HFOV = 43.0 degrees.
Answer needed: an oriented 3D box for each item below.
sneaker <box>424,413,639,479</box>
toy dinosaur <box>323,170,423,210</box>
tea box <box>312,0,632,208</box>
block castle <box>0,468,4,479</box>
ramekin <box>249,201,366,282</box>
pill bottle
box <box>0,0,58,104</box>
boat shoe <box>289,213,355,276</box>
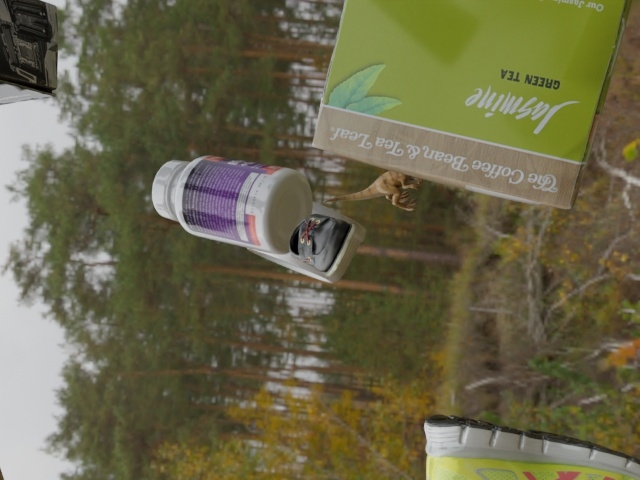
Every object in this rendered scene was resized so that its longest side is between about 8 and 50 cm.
[{"bbox_3d":[0.177,0.202,0.658,0.081,0.208,0.094,142,139,-79],"label":"sneaker"},{"bbox_3d":[0.125,-0.102,1.559,0.112,0.211,0.064,43,-144,-30],"label":"toy dinosaur"},{"bbox_3d":[0.168,-0.207,0.762,0.329,0.220,0.323,-12,-63,-73],"label":"tea box"},{"bbox_3d":[-0.670,0.290,1.073,0.213,0.453,0.303,57,154,27],"label":"block castle"},{"bbox_3d":[-0.033,-0.005,1.419,0.207,0.207,0.109,79,-147,-83],"label":"ramekin"},{"bbox_3d":[-0.117,-0.051,1.039,0.108,0.193,0.108,-29,-55,-53],"label":"pill bottle"},{"bbox_3d":[-0.396,-0.151,0.622,0.242,0.307,0.076,4,-95,-57],"label":"box"},{"bbox_3d":[-0.001,0.002,0.712,0.049,0.042,0.133,-63,9,-6],"label":"boat shoe"}]
